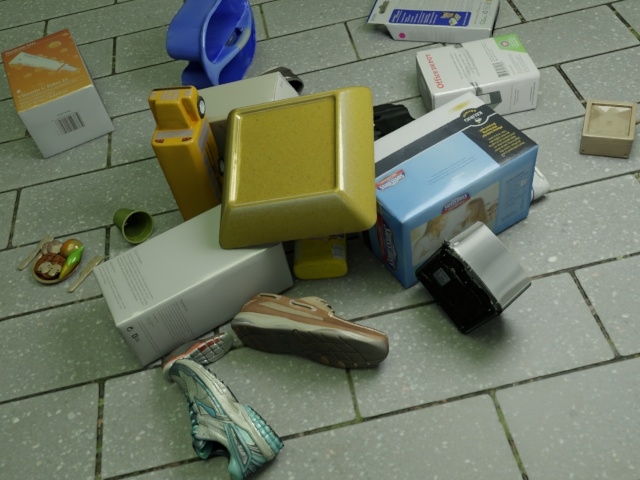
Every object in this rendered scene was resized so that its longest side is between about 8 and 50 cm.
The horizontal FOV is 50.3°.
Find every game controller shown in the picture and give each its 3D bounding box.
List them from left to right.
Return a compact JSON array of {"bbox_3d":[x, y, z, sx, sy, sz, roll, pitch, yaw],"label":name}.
[{"bbox_3d":[0.117,-0.262,1.688,0.319,0.067,0.166,-19,60,-29],"label":"game controller"}]

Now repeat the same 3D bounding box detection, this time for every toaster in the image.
[{"bbox_3d":[0.290,0.070,1.308,0.110,0.185,0.168,-35,79,-25],"label":"toaster"}]

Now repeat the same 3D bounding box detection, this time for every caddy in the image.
[{"bbox_3d":[-0.290,-0.574,1.962,0.179,0.241,0.341,3,51,22],"label":"caddy"}]

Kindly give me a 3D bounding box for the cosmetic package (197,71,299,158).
[{"bbox_3d":[-0.201,-0.289,1.641,0.310,0.160,0.113,-5,64,29],"label":"cosmetic package"}]

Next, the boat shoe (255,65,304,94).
[{"bbox_3d":[-0.189,-0.375,1.854,0.335,0.112,0.096,-38,49,-25],"label":"boat shoe"}]

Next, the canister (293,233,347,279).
[{"bbox_3d":[0.000,0.000,1.522,0.126,0.073,0.169,-5,51,7],"label":"canister"}]

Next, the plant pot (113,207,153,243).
[{"bbox_3d":[-0.462,-0.044,1.650,0.079,0.083,0.083,23,57,41],"label":"plant pot"}]

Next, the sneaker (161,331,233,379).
[{"bbox_3d":[-0.257,0.221,1.392,0.158,0.061,0.065,-25,41,-14],"label":"sneaker"}]

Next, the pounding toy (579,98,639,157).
[{"bbox_3d":[0.693,-0.268,1.619,0.130,0.100,0.141,9,63,19],"label":"pounding toy"}]

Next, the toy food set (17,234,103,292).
[{"bbox_3d":[-0.630,0.044,1.625,0.192,0.038,0.132,17,55,23],"label":"toy food set"}]

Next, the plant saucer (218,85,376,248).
[{"bbox_3d":[-0.062,-0.166,1.375,0.333,0.081,0.332,-8,65,17],"label":"plant saucer"}]

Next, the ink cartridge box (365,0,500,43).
[{"bbox_3d":[0.337,-0.668,2.036,0.371,0.069,0.175,10,53,16],"label":"ink cartridge box"}]

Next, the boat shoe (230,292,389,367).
[{"bbox_3d":[-0.017,0.164,1.355,0.325,0.123,0.116,10,50,17],"label":"boat shoe"}]

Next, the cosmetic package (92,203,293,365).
[{"bbox_3d":[-0.267,0.077,1.449,0.366,0.155,0.197,-26,47,-13],"label":"cosmetic package"}]

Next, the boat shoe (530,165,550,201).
[{"bbox_3d":[0.441,-0.189,1.599,0.084,0.095,0.258,-20,59,-12],"label":"boat shoe"}]

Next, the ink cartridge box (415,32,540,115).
[{"bbox_3d":[0.402,-0.419,1.776,0.273,0.114,0.198,-11,48,1],"label":"ink cartridge box"}]

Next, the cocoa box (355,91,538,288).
[{"bbox_3d":[0.253,-0.110,1.461,0.347,0.231,0.228,-29,53,-14],"label":"cocoa box"}]

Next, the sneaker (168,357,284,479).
[{"bbox_3d":[-0.205,0.326,1.259,0.283,0.110,0.122,33,66,32],"label":"sneaker"}]

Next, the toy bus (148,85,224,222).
[{"bbox_3d":[-0.301,-0.189,1.567,0.108,0.332,0.130,-1,49,10],"label":"toy bus"}]

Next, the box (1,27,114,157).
[{"bbox_3d":[-0.763,-0.433,1.974,0.215,0.168,0.345,-25,50,-11],"label":"box"}]
